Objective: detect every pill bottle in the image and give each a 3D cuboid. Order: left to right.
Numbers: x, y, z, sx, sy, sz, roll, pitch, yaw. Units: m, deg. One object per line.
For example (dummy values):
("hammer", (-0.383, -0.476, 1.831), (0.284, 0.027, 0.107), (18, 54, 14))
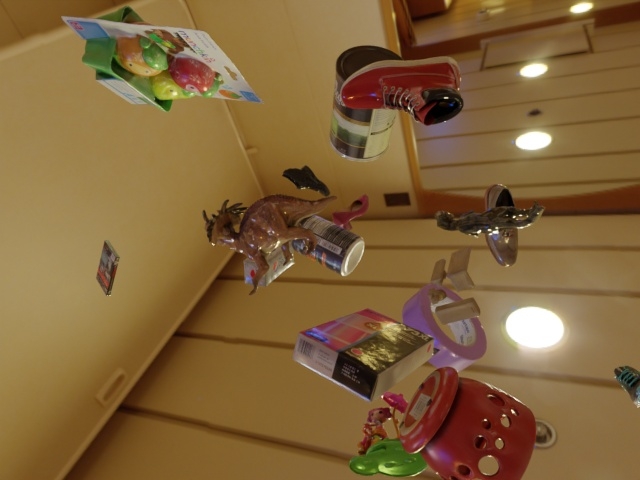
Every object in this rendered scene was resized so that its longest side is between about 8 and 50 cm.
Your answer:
("pill bottle", (0.000, 0.000, 1.359), (0.245, 0.130, 0.130), (27, -128, 24))

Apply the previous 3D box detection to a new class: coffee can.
("coffee can", (0.135, -0.404, 1.339), (0.201, 0.275, 0.202), (2, -123, -3))

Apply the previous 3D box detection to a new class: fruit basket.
("fruit basket", (-0.348, -0.396, 1.038), (0.353, 0.327, 0.165), (17, -93, 14))

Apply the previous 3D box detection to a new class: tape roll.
("tape roll", (0.397, 0.276, 1.426), (0.090, 0.274, 0.275), (-50, -164, 35))

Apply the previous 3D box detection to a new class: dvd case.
("dvd case", (-0.554, 0.072, 1.157), (0.013, 0.119, 0.087), (-1, -150, -46))

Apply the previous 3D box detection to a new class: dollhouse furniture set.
("dollhouse furniture set", (0.388, 0.131, 1.275), (0.144, 0.151, 0.123), (-23, -161, 33))

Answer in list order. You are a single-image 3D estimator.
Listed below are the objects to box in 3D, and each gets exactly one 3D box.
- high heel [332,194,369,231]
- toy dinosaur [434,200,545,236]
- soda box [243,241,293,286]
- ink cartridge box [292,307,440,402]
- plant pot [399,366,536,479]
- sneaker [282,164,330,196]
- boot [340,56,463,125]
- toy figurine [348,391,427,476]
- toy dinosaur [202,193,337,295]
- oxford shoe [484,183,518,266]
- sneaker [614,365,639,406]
("high heel", (0.128, -0.144, 1.901), (0.082, 0.117, 0.244), (6, -133, 43))
("toy dinosaur", (0.334, -0.038, 0.832), (0.118, 0.064, 0.268), (-3, 179, -26))
("soda box", (-0.197, 0.083, 1.753), (0.091, 0.098, 0.286), (6, -162, 17))
("ink cartridge box", (0.120, 0.218, 0.938), (0.175, 0.069, 0.371), (21, -169, 31))
("plant pot", (0.252, 0.332, 0.792), (0.174, 0.191, 0.191), (34, -129, 7))
("sneaker", (-0.051, -0.203, 1.597), (0.089, 0.170, 0.051), (-41, 178, -17))
("boot", (0.149, -0.277, 0.869), (0.244, 0.088, 0.176), (-4, -135, 18))
("toy figurine", (0.146, 0.417, 0.985), (0.173, 0.130, 0.159), (-25, -153, 20))
("toy dinosaur", (-0.119, -0.032, 0.900), (0.295, 0.200, 0.127), (-35, -174, 21))
("oxford shoe", (0.741, -0.054, 1.810), (0.123, 0.348, 0.130), (-13, -174, 6))
("sneaker", (0.656, 0.300, 0.937), (0.076, 0.166, 0.065), (43, -80, 33))
